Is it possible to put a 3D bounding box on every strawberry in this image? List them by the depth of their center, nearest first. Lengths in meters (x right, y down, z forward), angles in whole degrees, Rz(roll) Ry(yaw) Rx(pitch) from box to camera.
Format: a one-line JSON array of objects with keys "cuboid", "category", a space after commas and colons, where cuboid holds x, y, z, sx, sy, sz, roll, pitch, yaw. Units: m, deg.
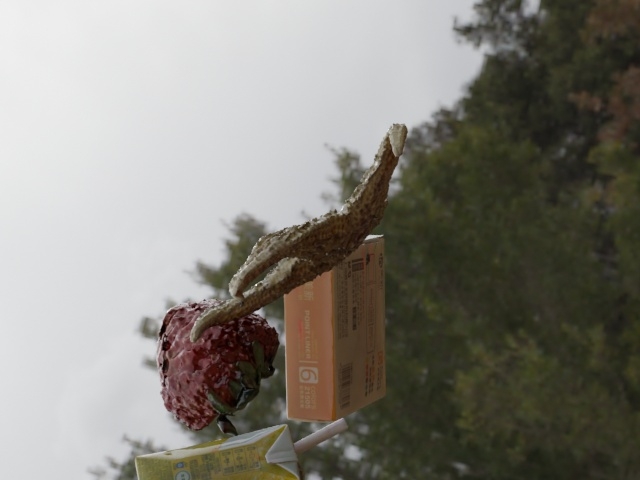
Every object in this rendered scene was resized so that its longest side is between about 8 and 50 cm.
[{"cuboid": [-0.119, 0.116, 1.328, 0.085, 0.140, 0.192, 45, -142, -38], "category": "strawberry"}]

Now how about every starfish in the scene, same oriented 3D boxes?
[{"cuboid": [0.003, 0.003, 1.324, 0.299, 0.060, 0.302, -46, -9, 7], "category": "starfish"}]

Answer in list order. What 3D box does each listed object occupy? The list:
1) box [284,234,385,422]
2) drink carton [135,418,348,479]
[{"cuboid": [0.027, 0.131, 1.981, 0.221, 0.091, 0.273, -7, -82, -65], "category": "box"}, {"cuboid": [-0.066, 0.218, 1.177, 0.084, 0.200, 0.074, 83, 174, -53], "category": "drink carton"}]
